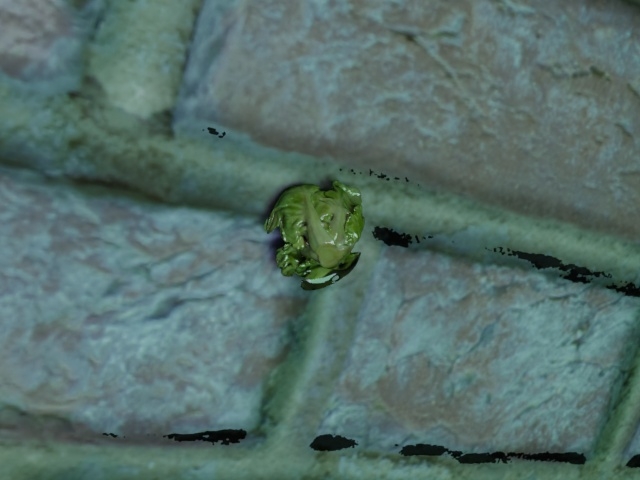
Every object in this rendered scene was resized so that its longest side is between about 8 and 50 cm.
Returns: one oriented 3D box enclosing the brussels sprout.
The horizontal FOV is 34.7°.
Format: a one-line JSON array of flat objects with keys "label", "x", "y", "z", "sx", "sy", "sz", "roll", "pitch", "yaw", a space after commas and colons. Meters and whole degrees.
[{"label": "brussels sprout", "x": 0.000, "y": 0.000, "z": 0.789, "sx": 0.085, "sy": 0.058, "sz": 0.085, "roll": -12, "pitch": 130, "yaw": -15}]
